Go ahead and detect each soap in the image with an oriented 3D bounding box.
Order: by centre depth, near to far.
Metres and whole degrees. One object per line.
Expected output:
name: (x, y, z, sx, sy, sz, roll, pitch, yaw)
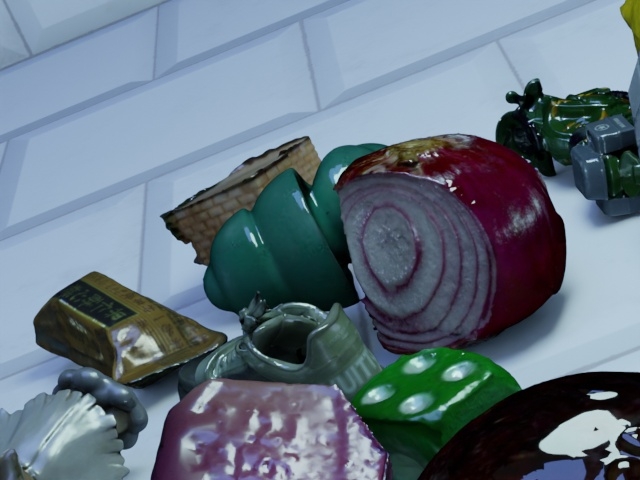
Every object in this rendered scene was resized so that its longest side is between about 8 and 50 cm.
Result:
soap: (-0.035, 0.250, 1.392, 0.220, 0.127, 0.325, 0, 41, 12)

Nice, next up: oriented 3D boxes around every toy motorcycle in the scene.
toy motorcycle: (0.305, -0.115, 1.977, 0.187, 0.124, 0.274, -15, 23, -3)

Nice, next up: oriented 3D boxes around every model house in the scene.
model house: (-0.057, -0.010, 2.060, 0.166, 0.172, 0.183, -23, 10, 37)

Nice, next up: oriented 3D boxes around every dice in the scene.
dice: (0.110, 0.175, 1.517, 0.120, 0.131, 0.128, -38, 25, -30)

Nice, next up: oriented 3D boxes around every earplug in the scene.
earplug: (-0.003, -0.006, 1.893, 0.280, 0.164, 0.257, -26, 4, -6)

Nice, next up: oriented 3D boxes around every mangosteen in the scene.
mangosteen: (0.196, 0.255, 1.144, 0.306, 0.359, 0.306, 2, 48, -3)

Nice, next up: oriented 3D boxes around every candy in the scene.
candy: (-0.235, 0.114, 2.029, 0.143, 0.101, 0.271, -30, 29, -29)

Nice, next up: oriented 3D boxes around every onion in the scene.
onion: (0.152, -0.012, 1.791, 0.206, 0.216, 0.207, -3, 22, 30)

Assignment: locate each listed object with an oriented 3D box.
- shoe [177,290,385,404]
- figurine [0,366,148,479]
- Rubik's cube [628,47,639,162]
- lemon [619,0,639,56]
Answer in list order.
shoe: (-0.057, 0.114, 1.789, 0.293, 0.149, 0.109, 0, 34, 42)
figurine: (-0.313, 0.265, 1.671, 0.207, 0.166, 0.387, 28, 39, 12)
Rubik's cube: (0.458, -0.139, 1.687, 0.319, 0.264, 0.319, -20, 25, 10)
lemon: (0.485, -0.253, 1.935, 0.267, 0.267, 0.267, -20, 23, 9)
